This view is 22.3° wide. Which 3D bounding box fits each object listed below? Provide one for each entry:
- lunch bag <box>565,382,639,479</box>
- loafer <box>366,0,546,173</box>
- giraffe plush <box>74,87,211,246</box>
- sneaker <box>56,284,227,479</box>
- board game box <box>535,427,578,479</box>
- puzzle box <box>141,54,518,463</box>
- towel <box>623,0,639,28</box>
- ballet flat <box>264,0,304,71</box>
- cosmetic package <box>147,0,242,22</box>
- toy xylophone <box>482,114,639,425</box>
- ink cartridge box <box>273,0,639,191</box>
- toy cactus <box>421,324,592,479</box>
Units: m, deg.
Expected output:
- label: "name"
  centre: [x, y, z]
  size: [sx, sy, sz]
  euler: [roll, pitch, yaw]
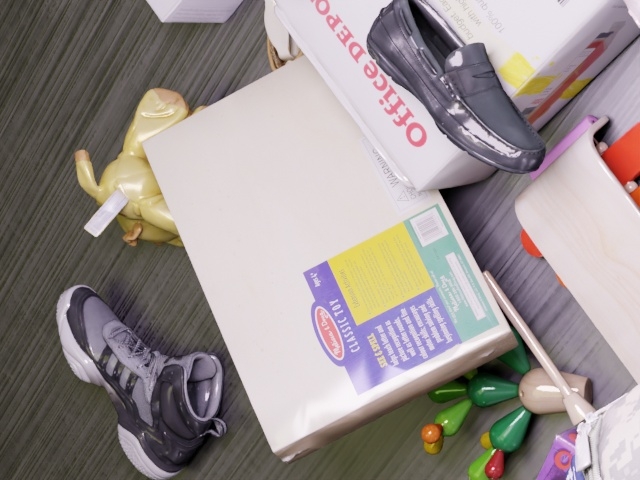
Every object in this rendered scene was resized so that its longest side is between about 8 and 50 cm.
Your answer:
- label: "lunch bag"
  centre: [0.322, 0.148, 0.993]
  size: [0.305, 0.213, 0.256]
  euler: [-44, 54, 31]
- label: "loafer"
  centre: [0.131, -0.150, 1.522]
  size: [0.223, 0.076, 0.078]
  euler: [47, 128, 25]
- label: "giraffe plush"
  centre: [-0.187, -0.055, 1.920]
  size: [0.210, 0.170, 0.181]
  euler: [-34, 79, -11]
- label: "sneaker"
  centre: [-0.210, 0.150, 1.993]
  size: [0.153, 0.101, 0.268]
  euler: [-35, 81, 33]
- label: "board game box"
  centre: [0.349, 0.370, 1.653]
  size: [0.347, 0.056, 0.208]
  euler: [34, 118, 27]
- label: "puzzle box"
  centre: [0.000, 0.000, 1.714]
  size: [0.272, 0.052, 0.409]
  euler: [-27, 62, 4]
- label: "towel"
  centre: [0.322, -0.356, 1.427]
  size: [0.332, 0.317, 0.053]
  euler: [61, 152, 13]
- label: "ballet flat"
  centre: [-0.034, -0.293, 1.822]
  size: [0.080, 0.073, 0.232]
  euler: [-6, 92, 36]
- label: "cosmetic package"
  centre: [-0.188, -0.362, 1.898]
  size: [0.085, 0.117, 0.231]
  euler: [-46, 69, 31]
- label: "toy xylophone"
  centre: [0.296, 0.041, 1.623]
  size: [0.236, 0.081, 0.322]
  euler: [-37, 75, 37]
- label: "ink cartridge box"
  centre: [0.173, -0.275, 1.622]
  size: [0.384, 0.160, 0.279]
  euler: [-45, 70, 31]
- label: "toy cactus"
  centre: [0.192, 0.154, 1.713]
  size: [0.180, 0.112, 0.219]
  euler: [0, 87, 26]
